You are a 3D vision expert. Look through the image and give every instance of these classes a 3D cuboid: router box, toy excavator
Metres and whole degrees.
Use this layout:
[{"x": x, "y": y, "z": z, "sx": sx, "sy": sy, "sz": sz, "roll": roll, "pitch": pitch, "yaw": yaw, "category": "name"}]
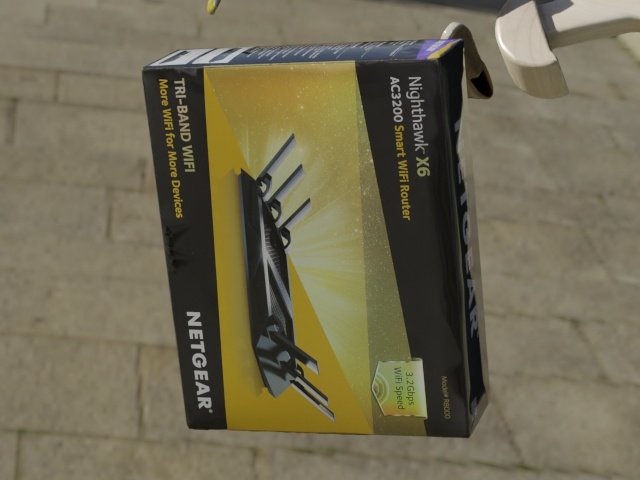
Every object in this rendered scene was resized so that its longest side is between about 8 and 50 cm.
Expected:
[{"x": 0.000, "y": 0.000, "z": 1.355, "sx": 0.243, "sy": 0.309, "sz": 0.081, "roll": -1, "pitch": 17, "yaw": 19, "category": "router box"}, {"x": 0.498, "y": -0.250, "z": 2.087, "sx": 0.433, "sy": 0.222, "sz": 0.445, "roll": -39, "pitch": 54, "yaw": -5, "category": "toy excavator"}]

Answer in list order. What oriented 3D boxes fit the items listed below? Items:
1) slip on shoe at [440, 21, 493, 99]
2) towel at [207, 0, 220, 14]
[{"x": 0.183, "y": -0.220, "z": 2.114, "sx": 0.041, "sy": 0.135, "sz": 0.051, "roll": 28, "pitch": 68, "yaw": 30, "category": "slip on shoe"}, {"x": -0.091, "y": -0.248, "z": 1.595, "sx": 0.009, "sy": 0.060, "sz": 0.083, "roll": 17, "pitch": -11, "yaw": -8, "category": "towel"}]
